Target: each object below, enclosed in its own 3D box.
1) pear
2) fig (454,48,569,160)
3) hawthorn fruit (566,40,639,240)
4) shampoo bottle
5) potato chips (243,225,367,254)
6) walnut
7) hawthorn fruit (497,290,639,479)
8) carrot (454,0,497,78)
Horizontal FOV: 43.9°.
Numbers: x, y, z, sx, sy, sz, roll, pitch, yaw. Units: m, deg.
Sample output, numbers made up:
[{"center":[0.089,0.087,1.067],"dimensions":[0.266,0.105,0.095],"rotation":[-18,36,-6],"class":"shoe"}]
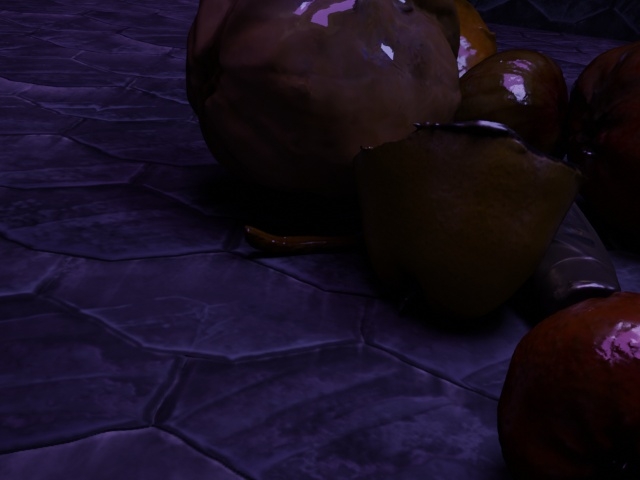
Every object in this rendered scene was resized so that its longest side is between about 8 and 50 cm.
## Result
[{"center":[0.149,-0.002,0.861],"dimensions":[0.266,0.178,0.267],"rotation":[8,-11,1],"class":"pear"},{"center":[0.232,-0.189,1.285],"dimensions":[0.320,0.217,0.217],"rotation":[-2,19,27],"class":"fig"},{"center":[0.510,-0.148,1.119],"dimensions":[0.324,0.308,0.308],"rotation":[-19,29,-5],"class":"hawthorn fruit"},{"center":[0.277,0.003,0.976],"dimensions":[0.125,0.084,0.350],"rotation":[4,25,-2],"class":"shampoo bottle"},{"center":[0.000,0.000,0.969],"dimensions":[0.203,0.037,0.026],"rotation":[2,34,-24],"class":"potato chips"},{"center":[0.004,-0.224,1.057],"dimensions":[0.383,0.384,0.384],"rotation":[6,24,-3],"class":"walnut"},{"center":[0.229,0.119,0.599],"dimensions":[0.179,0.179,0.200],"rotation":[17,26,21],"class":"hawthorn fruit"},{"center":[0.215,-0.398,1.658],"dimensions":[0.241,0.242,0.340],"rotation":[-10,29,-34],"class":"carrot"}]
